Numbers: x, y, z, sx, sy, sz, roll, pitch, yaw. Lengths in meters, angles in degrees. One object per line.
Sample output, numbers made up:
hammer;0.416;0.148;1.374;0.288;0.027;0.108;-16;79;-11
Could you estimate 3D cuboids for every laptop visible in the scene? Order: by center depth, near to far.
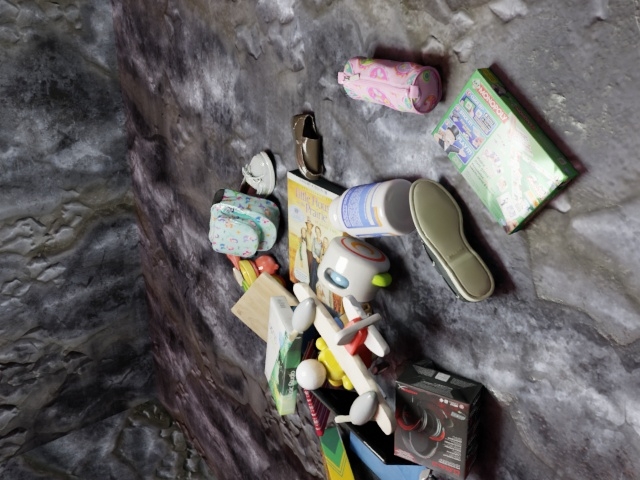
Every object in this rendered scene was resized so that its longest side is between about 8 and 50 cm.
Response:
laptop;0.149;0.698;2.035;0.382;0.408;0.236;34;98;43

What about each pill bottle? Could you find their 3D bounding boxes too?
pill bottle;0.143;-0.085;1.734;0.272;0.152;0.152;-2;104;56

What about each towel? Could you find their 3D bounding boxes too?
towel;-0.017;0.505;2.126;0.031;0.199;0.275;-10;111;16

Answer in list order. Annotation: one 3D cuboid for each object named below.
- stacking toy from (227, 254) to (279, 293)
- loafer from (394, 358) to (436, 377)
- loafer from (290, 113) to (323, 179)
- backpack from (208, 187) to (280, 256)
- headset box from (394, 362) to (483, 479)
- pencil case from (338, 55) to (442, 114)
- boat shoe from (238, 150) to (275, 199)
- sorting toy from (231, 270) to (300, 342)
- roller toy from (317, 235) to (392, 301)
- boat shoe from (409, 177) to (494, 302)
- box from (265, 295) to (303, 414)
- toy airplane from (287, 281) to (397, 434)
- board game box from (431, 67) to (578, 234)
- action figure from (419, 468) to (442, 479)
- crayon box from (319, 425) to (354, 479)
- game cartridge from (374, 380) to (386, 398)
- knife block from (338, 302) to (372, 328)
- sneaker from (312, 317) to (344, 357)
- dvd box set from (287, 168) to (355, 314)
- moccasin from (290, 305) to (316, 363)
stacking toy;-0.270;0.108;2.507;0.309;0.130;0.280;51;158;40
loafer;0.269;0.390;1.856;0.170;0.061;0.062;-34;77;56
loafer;-0.039;-0.300;1.963;0.078;0.080;0.220;-14;92;56
backpack;-0.277;-0.058;2.266;0.225;0.253;0.191;107;170;-46
headset box;0.326;0.517;1.734;0.218;0.110;0.293;13;117;30
pencil case;0.173;-0.398;1.572;0.284;0.124;0.124;28;127;46
boat shoe;-0.253;-0.197;2.306;0.118;0.103;0.320;57;144;22
sorting toy;-0.165;0.257;2.330;0.257;0.089;0.255;42;127;-1
roller toy;0.094;0.087;1.826;0.209;0.191;0.146;-112;43;-65
boat shoe;0.316;0.007;1.559;0.340;0.127;0.113;59;168;15
box;-0.126;0.378;2.056;0.232;0.058;0.322;-125;36;-59
toy airplane;0.054;0.328;1.752;0.384;0.272;0.386;65;168;-21
board game box;0.401;-0.199;1.397;0.317;0.046;0.213;58;144;20
action figure;0.366;0.777;1.742;0.341;0.178;0.330;16;151;49
crayon box;0.072;0.859;2.216;0.318;0.081;0.202;-114;14;-53
game cartridge;0.186;0.506;2.077;0.083;0.017;0.056;46;135;34
knife block;0.067;0.310;2.090;0.242;0.088;0.276;24;125;48
sneaker;0.014;0.356;2.024;0.081;0.090;0.232;37;133;41
dvd box set;0.000;0.000;2.066;0.307;0.062;0.421;30;129;45
moccasin;-0.079;0.387;2.225;0.116;0.138;0.342;-3;118;30
